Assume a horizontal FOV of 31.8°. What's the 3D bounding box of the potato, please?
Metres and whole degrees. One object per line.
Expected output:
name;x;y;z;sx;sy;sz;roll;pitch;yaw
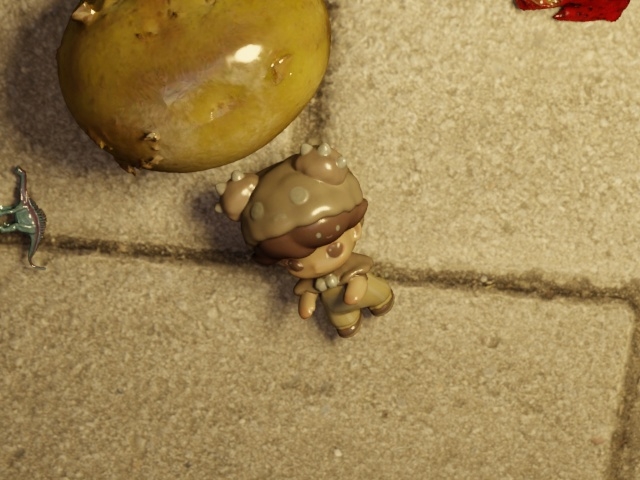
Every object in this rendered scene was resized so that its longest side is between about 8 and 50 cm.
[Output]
potato;-0.203;-0.293;1.776;0.442;0.319;0.385;-29;108;8

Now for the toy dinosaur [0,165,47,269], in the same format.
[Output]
toy dinosaur;-0.531;-0.036;2.009;0.080;0.045;0.197;-10;106;-7

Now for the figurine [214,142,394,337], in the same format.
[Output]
figurine;0.000;0.001;1.949;0.248;0.203;0.380;-18;123;23

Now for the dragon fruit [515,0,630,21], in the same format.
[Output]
dragon fruit;0.418;-0.420;1.861;0.192;0.122;0.092;-8;70;7
